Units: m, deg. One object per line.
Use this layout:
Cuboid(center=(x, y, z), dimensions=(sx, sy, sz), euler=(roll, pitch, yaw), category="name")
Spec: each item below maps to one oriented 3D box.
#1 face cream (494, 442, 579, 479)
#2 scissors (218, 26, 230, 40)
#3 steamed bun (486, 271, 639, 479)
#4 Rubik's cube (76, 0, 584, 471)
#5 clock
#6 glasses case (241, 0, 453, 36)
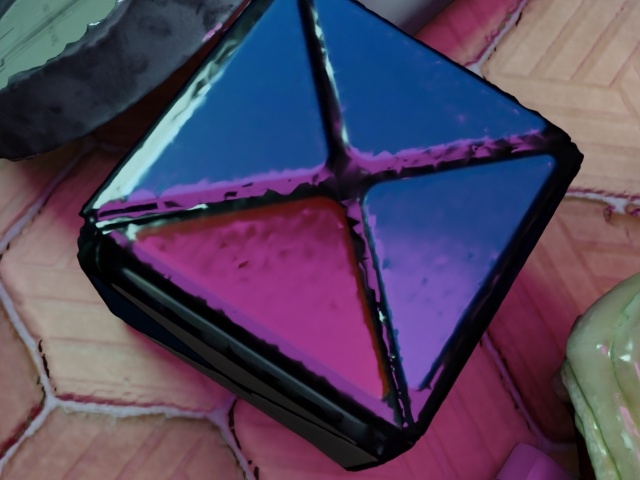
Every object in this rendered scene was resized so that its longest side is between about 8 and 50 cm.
Cuboid(center=(0.137, 0.258, 0.755), dimensions=(0.084, 0.057, 0.198), euler=(34, 73, -5), category="face cream")
Cuboid(center=(-0.049, -0.178, 0.893), dimensions=(0.083, 0.006, 0.036), euler=(-6, 72, -8), category="scissors")
Cuboid(center=(0.218, 0.264, 0.683), dimensions=(0.247, 0.189, 0.428), euler=(-29, 95, -49), category="steamed bun")
Cuboid(center=(0.000, 0.000, 0.719), dimensions=(0.246, 0.250, 0.248), euler=(34, 75, 4), category="Rubik's cube")
Cuboid(center=(-0.160, -0.195, 0.750), dimensions=(0.312, 0.312, 0.061), euler=(-54, 126, -17), category="clock")
Cuboid(center=(0.074, -0.245, 0.889), dimensions=(0.308, 0.083, 0.128), euler=(-42, 87, -16), category="glasses case")
